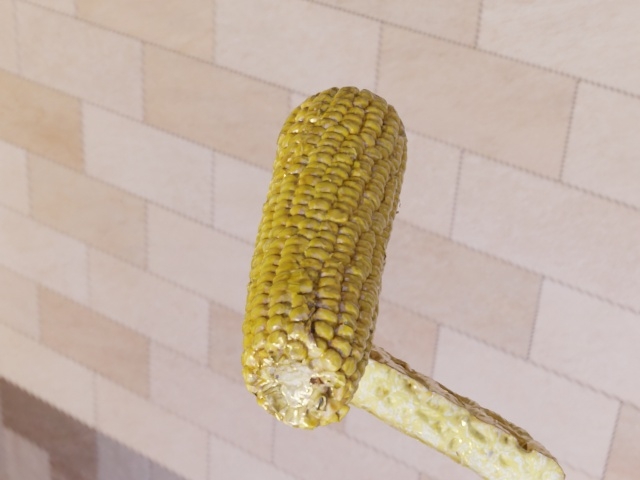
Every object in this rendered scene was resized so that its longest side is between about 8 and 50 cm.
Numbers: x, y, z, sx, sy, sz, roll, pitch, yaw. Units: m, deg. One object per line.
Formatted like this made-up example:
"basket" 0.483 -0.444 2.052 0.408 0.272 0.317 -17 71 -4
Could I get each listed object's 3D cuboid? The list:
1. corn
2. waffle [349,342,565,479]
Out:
"corn" 0.000 0.000 0.808 0.106 0.293 0.106 7 134 7
"waffle" 0.107 0.169 1.179 0.274 0.168 0.057 30 91 -8
